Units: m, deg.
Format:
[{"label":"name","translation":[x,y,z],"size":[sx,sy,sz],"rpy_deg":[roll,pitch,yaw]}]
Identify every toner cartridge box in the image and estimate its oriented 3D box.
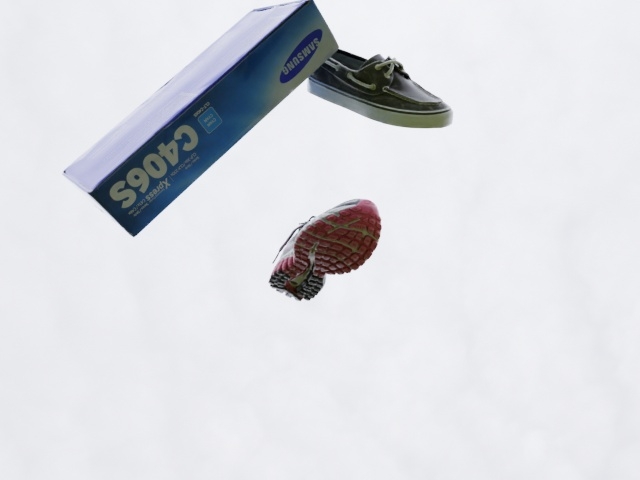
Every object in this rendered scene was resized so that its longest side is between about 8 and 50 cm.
[{"label":"toner cartridge box","translation":[-0.151,-0.163,0.743],"size":[0.348,0.165,0.075],"rpy_deg":[-46,-56,-14]}]

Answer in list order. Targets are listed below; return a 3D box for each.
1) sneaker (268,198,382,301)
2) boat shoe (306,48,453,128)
[{"label":"sneaker","translation":[0.000,0.000,1.026],"size":[0.121,0.112,0.299],"rpy_deg":[29,-35,-18]},{"label":"boat shoe","translation":[0.072,-0.201,0.763],"size":[0.219,0.078,0.070],"rpy_deg":[25,-54,28]}]
